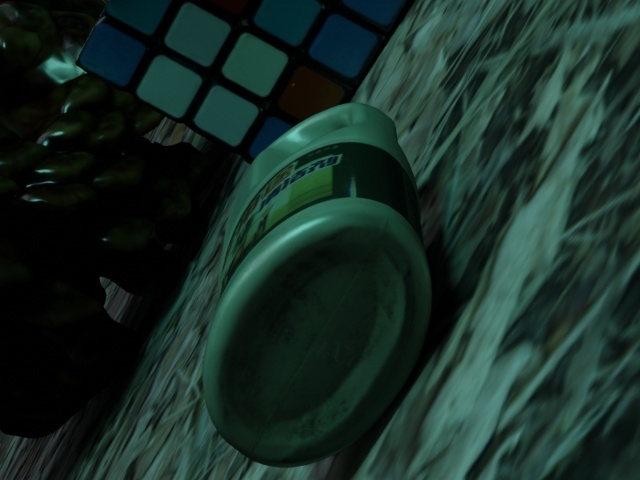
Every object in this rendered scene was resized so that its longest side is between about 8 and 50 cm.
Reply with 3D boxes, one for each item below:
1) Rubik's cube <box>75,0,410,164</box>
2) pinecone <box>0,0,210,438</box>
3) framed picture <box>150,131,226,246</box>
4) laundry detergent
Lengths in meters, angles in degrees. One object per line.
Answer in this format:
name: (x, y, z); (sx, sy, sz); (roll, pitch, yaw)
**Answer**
Rubik's cube: (-0.036, -0.155, 1.166); (0.154, 0.151, 0.155); (-58, 10, 26)
pinecone: (-0.298, -0.023, 1.488); (0.398, 0.397, 0.398); (-58, 9, 15)
framed picture: (-0.055, -0.172, 1.732); (0.247, 0.022, 0.335); (-52, 13, 45)
laundry detergent: (0.000, 0.000, 0.747); (0.226, 0.070, 0.099); (-86, 18, -72)
